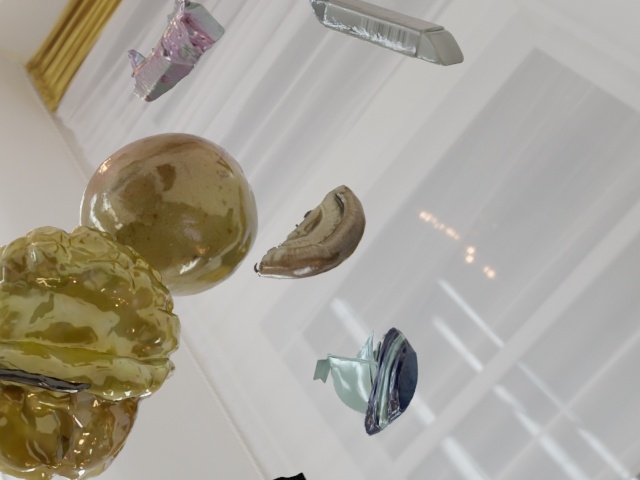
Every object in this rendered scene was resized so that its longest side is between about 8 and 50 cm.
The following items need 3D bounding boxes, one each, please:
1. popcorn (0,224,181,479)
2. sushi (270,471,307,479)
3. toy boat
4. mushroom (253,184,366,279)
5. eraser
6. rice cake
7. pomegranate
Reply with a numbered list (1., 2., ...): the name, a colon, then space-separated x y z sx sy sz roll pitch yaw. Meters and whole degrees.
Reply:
1. popcorn: -0.361 0.149 0.932 0.349 0.349 0.382 40 -174 4
2. sushi: -0.058 0.313 0.587 0.153 0.172 0.150 -163 54 -77
3. toy boat: 0.099 0.267 1.534 0.070 0.210 0.291 27 -175 -35
4. mushroom: 0.000 0.002 1.080 0.094 0.210 0.072 18 139 32
5. eraser: 0.123 -0.422 1.434 0.352 0.061 0.089 29 -144 32
6. rice cake: -0.202 -0.244 0.944 0.081 0.051 0.290 54 157 -15
7. pomegranate: -0.266 -0.034 1.240 0.319 0.319 0.319 37 -168 -9
